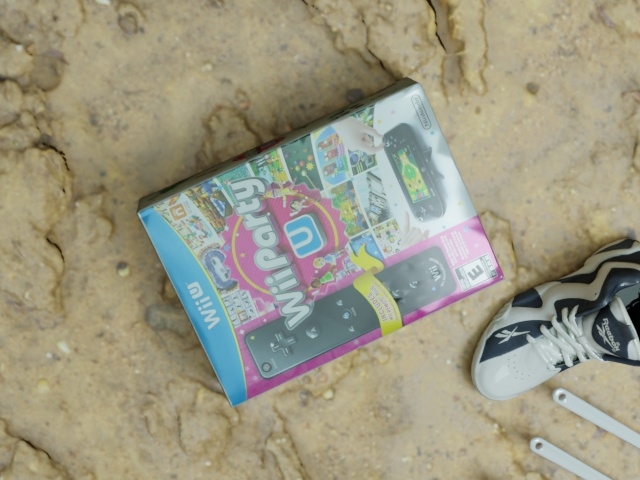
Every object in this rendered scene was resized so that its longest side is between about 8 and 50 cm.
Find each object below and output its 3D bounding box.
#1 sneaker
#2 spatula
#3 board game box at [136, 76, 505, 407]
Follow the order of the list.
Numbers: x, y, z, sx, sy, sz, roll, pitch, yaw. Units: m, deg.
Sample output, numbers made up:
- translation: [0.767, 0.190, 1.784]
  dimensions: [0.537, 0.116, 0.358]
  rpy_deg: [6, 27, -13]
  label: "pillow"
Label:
- translation: [0.264, 0.094, 1.479]
  dimensions: [0.235, 0.153, 0.094]
  rpy_deg: [-30, 102, 0]
  label: "sneaker"
- translation: [0.306, 0.265, 1.564]
  dimensions: [0.242, 0.019, 0.168]
  rpy_deg: [29, 100, -24]
  label: "spatula"
- translation: [0.000, 0.000, 1.461]
  dimensions: [0.303, 0.097, 0.224]
  rpy_deg: [-25, 102, -1]
  label: "board game box"
